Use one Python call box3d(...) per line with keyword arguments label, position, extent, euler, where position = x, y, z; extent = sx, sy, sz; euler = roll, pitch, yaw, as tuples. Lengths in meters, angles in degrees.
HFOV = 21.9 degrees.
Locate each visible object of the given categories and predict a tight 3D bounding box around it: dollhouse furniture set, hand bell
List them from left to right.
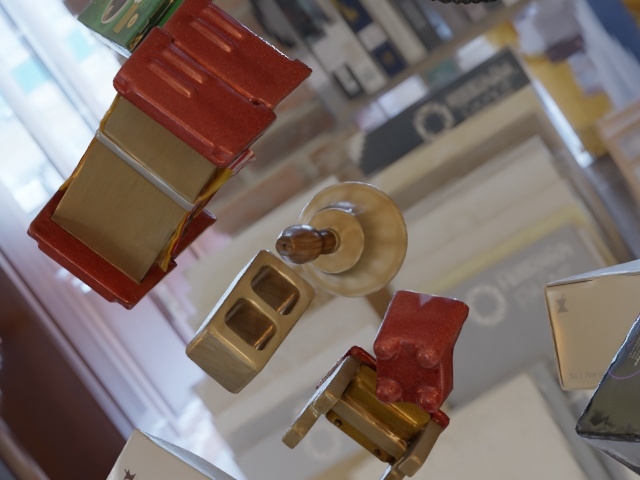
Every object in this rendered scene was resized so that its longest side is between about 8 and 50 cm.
box3d(label="dollhouse furniture set", position=(-0.024, 0.008, 1.309), extent=(0.201, 0.374, 0.152), euler=(-51, 2, 40))
box3d(label="hand bell", position=(0.000, 0.000, 1.675), extent=(0.126, 0.126, 0.242), euler=(-33, -8, 14))

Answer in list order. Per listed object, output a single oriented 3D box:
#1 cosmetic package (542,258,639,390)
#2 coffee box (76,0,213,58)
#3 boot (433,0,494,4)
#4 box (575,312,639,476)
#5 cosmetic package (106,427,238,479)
box3d(label="cosmetic package", position=(0.382, 0.066, 1.681), extent=(0.160, 0.113, 0.309), euler=(-9, 2, 44))
box3d(label="coffee box", position=(-0.149, -0.215, 1.468), extent=(0.113, 0.040, 0.184), euler=(-52, 26, -3))
box3d(label="boot", position=(0.071, -0.318, 1.526), extent=(0.246, 0.094, 0.207), euler=(3, 45, -2))
box3d(label="box", position=(0.319, 0.104, 1.126), extent=(0.165, 0.143, 0.270), euler=(-59, 11, -12))
box3d(label="cosmetic package", position=(-0.119, 0.370, 1.252), extent=(0.284, 0.097, 0.377), euler=(25, 85, 40))
